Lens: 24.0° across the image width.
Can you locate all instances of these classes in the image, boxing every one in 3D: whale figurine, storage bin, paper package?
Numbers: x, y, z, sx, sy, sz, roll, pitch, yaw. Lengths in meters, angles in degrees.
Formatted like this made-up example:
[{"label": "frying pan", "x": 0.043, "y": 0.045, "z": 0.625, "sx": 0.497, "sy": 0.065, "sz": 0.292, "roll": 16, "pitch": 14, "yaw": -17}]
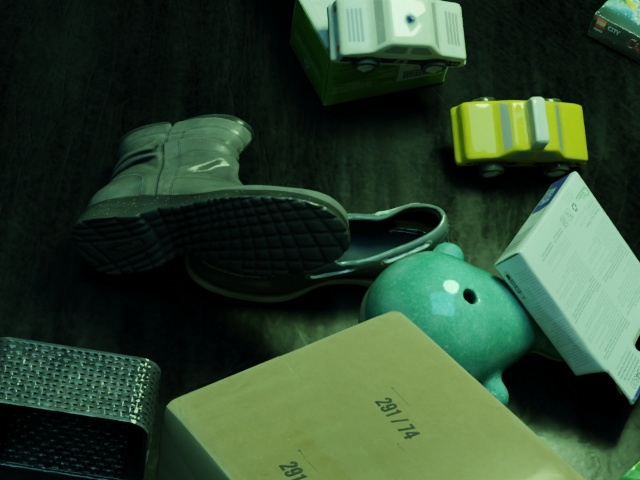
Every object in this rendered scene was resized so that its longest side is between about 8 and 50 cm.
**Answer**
[{"label": "whale figurine", "x": 0.181, "y": 0.090, "z": 1.710, "sx": 0.272, "sy": 0.141, "sz": 0.216, "roll": -2, "pitch": 63, "yaw": -26}, {"label": "storage bin", "x": -0.264, "y": 0.179, "z": 1.574, "sx": 0.180, "sy": 0.122, "sz": 0.084, "roll": 10, "pitch": 50, "yaw": -2}, {"label": "paper package", "x": 0.044, "y": 0.254, "z": 1.439, "sx": 0.310, "sy": 0.168, "sz": 0.325, "roll": -20, "pitch": 43, "yaw": -30}]

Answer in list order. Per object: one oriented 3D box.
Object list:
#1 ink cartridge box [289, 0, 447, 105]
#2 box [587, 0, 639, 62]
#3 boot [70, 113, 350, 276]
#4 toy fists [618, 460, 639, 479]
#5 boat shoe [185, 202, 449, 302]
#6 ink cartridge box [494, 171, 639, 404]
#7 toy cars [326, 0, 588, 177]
[{"label": "ink cartridge box", "x": 0.047, "y": -0.321, "z": 2.074, "sx": 0.189, "sy": 0.097, "sz": 0.255, "roll": -13, "pitch": 52, "yaw": -19}, {"label": "box", "x": 0.526, "y": -0.297, "z": 2.172, "sx": 0.233, "sy": 0.044, "sz": 0.159, "roll": 32, "pitch": 52, "yaw": 16}, {"label": "boot", "x": -0.111, "y": -0.071, "z": 1.751, "sx": 0.338, "sy": 0.118, "sz": 0.222, "roll": 2, "pitch": 39, "yaw": 16}, {"label": "toy fists", "x": 0.442, "y": 0.264, "z": 1.643, "sx": 0.279, "sy": 0.096, "sz": 0.142, "roll": -29, "pitch": 61, "yaw": -34}, {"label": "boat shoe", "x": 0.000, "y": 0.000, "z": 1.788, "sx": 0.320, "sy": 0.099, "sz": 0.116, "roll": -1, "pitch": 53, "yaw": -9}, {"label": "ink cartridge box", "x": 0.318, "y": 0.058, "z": 1.773, "sx": 0.224, "sy": 0.045, "sz": 0.223, "roll": 53, "pitch": 38, "yaw": -6}, {"label": "toy cars", "x": 0.187, "y": -0.208, "z": 1.933, "sx": 0.394, "sy": 0.087, "sz": 0.176, "roll": 39, "pitch": 68, "yaw": -4}]
